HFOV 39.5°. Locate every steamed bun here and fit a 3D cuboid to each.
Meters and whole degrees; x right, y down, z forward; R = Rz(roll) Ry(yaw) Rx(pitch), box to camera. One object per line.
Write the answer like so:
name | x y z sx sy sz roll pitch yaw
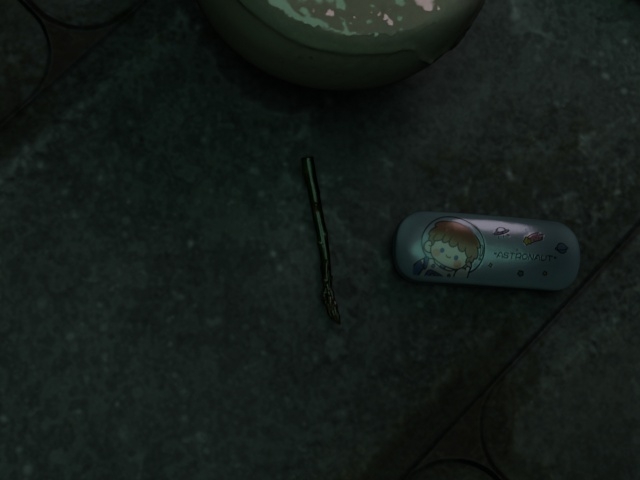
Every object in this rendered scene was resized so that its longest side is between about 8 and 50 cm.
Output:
steamed bun | 0.013 -0.264 0.798 0.283 0.177 0.283 2 80 -10

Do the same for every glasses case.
glasses case | 0.157 0.011 0.842 0.179 0.045 0.067 4 81 -5

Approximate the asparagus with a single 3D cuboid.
asparagus | 0.000 0.000 0.842 0.016 0.016 0.162 -9 85 3
